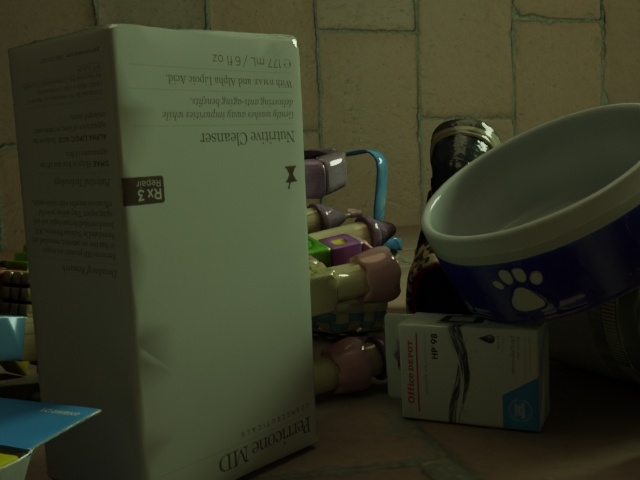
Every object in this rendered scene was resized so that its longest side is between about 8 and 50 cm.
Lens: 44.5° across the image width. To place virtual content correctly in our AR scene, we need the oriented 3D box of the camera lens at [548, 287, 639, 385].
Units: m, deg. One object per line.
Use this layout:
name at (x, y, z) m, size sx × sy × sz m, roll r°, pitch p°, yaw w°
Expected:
camera lens at (0.369, 0.055, 0.911) m, size 0.219 × 0.219 × 0.274 m, roll -5°, pitch 6°, yaw -25°

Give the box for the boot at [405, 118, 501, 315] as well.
boot at (0.217, 0.052, 1.121) m, size 0.138 × 0.377 × 0.284 m, roll -1°, pitch 43°, yaw 19°

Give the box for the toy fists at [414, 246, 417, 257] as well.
toy fists at (0.303, 0.052, 1.369) m, size 0.279 × 0.142 × 0.096 m, roll 0°, pitch 6°, yaw 19°

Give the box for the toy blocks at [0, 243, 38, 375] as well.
toy blocks at (-0.424, 0.080, 0.926) m, size 0.381 × 0.190 × 0.261 m, roll 2°, pitch -3°, yaw 35°

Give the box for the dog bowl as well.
dog bowl at (0.244, -0.032, 0.812) m, size 0.265 × 0.104 × 0.265 m, roll -27°, pitch 18°, yaw 9°

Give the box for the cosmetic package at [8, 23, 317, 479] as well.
cosmetic package at (-0.130, 0.017, 0.698) m, size 0.156 × 0.385 × 0.217 m, roll 1°, pitch 10°, yaw 41°

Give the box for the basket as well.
basket at (0.000, 0.000, 1.271) m, size 0.255 × 0.289 × 0.201 m, roll 4°, pitch 8°, yaw 45°

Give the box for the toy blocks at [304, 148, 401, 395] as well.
toy blocks at (0.000, 0.000, 0.969) m, size 0.260 × 0.309 × 0.288 m, roll -13°, pitch 23°, yaw -26°

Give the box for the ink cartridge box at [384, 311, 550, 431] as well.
ink cartridge box at (0.142, 0.133, 0.815) m, size 0.180 × 0.104 × 0.060 m, roll 0°, pitch 8°, yaw 26°

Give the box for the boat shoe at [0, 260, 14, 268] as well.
boat shoe at (-0.556, 0.076, 1.740) m, size 0.303 × 0.091 × 0.114 m, roll -5°, pitch 6°, yaw -22°

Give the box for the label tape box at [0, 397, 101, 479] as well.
label tape box at (-0.325, 0.187, 0.454) m, size 0.241 × 0.105 × 0.334 m, roll 0°, pitch 6°, yaw 26°
